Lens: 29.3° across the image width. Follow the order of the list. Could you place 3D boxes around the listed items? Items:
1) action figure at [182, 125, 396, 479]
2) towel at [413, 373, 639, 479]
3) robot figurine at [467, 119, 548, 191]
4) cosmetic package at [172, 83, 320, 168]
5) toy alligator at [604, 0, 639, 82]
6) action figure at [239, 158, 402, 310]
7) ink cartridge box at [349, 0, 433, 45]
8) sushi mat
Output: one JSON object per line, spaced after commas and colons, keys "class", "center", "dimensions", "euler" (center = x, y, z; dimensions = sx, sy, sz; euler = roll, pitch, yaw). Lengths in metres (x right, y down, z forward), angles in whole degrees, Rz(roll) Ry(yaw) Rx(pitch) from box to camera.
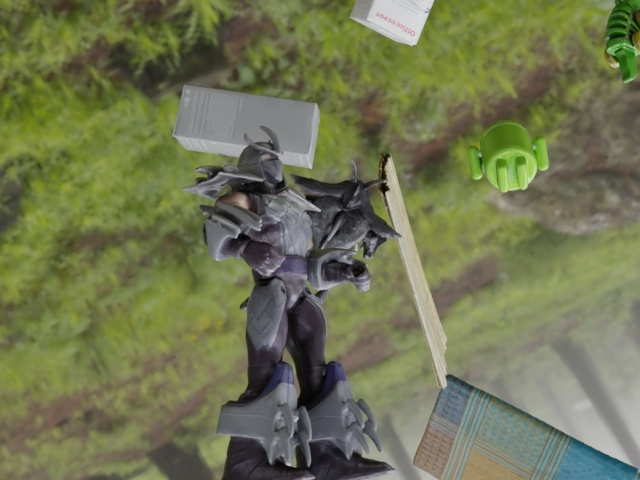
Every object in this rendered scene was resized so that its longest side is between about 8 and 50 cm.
{"class": "action figure", "center": [-0.025, 0.046, 0.942], "dimensions": [0.099, 0.285, 0.185], "euler": [-19, 162, 36]}
{"class": "towel", "center": [0.354, 0.399, 2.137], "dimensions": [0.040, 0.370, 0.271], "euler": [-49, 161, -43]}
{"class": "robot figurine", "center": [0.240, -0.110, 1.565], "dimensions": [0.101, 0.067, 0.115], "euler": [-10, -144, 6]}
{"class": "cosmetic package", "center": [-0.123, -0.198, 2.127], "dimensions": [0.237, 0.107, 0.127], "euler": [11, 173, 6]}
{"class": "toy alligator", "center": [0.384, -0.280, 1.530], "dimensions": [0.056, 0.051, 0.190], "euler": [-25, -140, 49]}
{"class": "action figure", "center": [0.000, 0.000, 1.600], "dimensions": [0.276, 0.164, 0.141], "euler": [-58, -171, 25]}
{"class": "ink cartridge box", "center": [0.116, -0.370, 1.807], "dimensions": [0.099, 0.135, 0.056], "euler": [21, -178, -33]}
{"class": "sushi mat", "center": [0.130, 0.040, 1.698], "dimensions": [0.019, 0.317, 0.151], "euler": [-13, -156, 11]}
